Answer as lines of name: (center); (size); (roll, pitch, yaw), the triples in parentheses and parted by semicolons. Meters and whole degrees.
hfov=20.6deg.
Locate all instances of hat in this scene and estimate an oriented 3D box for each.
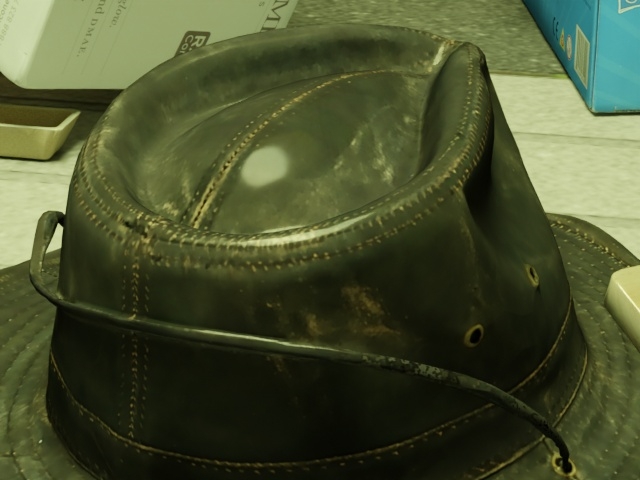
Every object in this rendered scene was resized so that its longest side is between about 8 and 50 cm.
hat: (0.000, 0.000, 0.613); (0.331, 0.134, 0.331); (-1, 22, 0)

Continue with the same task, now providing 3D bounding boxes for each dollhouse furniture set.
dollhouse furniture set: (-0.174, -0.092, 0.892); (0.114, 0.081, 0.091); (5, 23, 11)

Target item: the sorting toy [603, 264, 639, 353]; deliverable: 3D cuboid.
sorting toy: (0.180, 0.056, 0.548); (0.275, 0.046, 0.132); (-11, 45, -24)

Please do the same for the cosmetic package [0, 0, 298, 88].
cosmetic package: (-0.108, -0.179, 0.914); (0.151, 0.151, 0.184); (41, 27, 28)

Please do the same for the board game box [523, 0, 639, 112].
board game box: (0.285, -0.167, 1.070); (0.302, 0.086, 0.308); (-1, 23, -3)
